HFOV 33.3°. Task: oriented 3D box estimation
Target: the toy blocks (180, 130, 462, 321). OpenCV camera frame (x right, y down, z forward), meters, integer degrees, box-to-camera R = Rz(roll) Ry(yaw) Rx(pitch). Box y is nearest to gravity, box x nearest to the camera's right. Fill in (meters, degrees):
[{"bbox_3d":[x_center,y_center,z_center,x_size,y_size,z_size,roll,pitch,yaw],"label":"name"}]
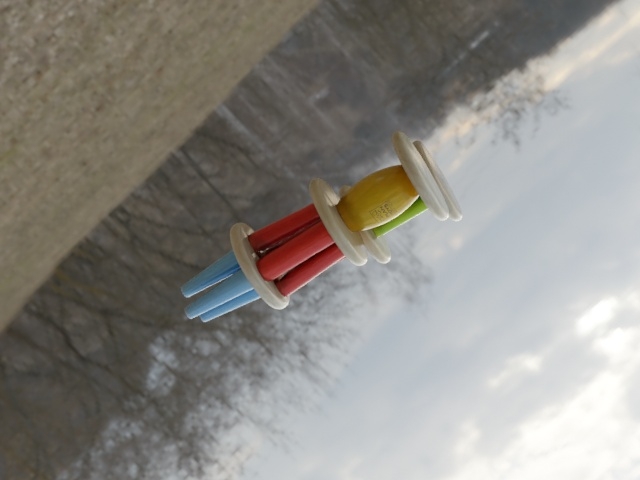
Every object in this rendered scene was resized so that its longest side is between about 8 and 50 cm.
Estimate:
[{"bbox_3d":[0.000,0.000,0.602,0.148,0.054,0.123,-29,174,12],"label":"toy blocks"}]
